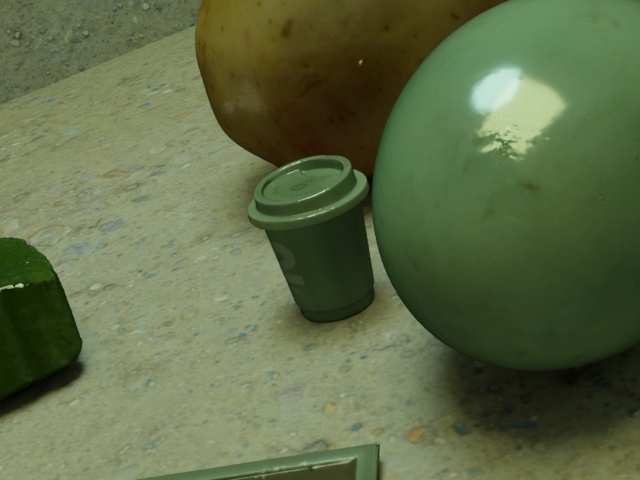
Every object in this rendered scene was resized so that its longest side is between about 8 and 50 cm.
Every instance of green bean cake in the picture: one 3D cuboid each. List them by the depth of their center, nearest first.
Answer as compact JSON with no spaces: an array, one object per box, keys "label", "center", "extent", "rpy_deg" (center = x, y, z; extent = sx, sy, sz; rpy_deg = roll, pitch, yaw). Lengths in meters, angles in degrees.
[{"label":"green bean cake","center":[-0.386,0.100,0.986],"extent":[0.248,0.125,0.222],"rpy_deg":[-23,23,-21]}]

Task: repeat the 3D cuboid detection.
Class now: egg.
[{"label":"egg","center":[0.188,-0.056,0.763],"extent":[0.276,0.276,0.389],"rpy_deg":[-2,25,29]}]

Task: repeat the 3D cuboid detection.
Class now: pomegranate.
[{"label":"pomegranate","center":[0.024,-0.273,1.200],"extent":[0.411,0.412,0.411],"rpy_deg":[-14,24,6]}]

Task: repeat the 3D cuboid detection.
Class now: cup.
[{"label":"cup","center":[0.000,0.000,0.932],"extent":[0.120,0.141,0.120],"rpy_deg":[-13,27,7]}]

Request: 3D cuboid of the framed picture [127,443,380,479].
[{"label":"framed picture","center":[-0.068,0.235,0.613],"extent":[0.216,0.016,0.273],"rpy_deg":[-10,25,11]}]
